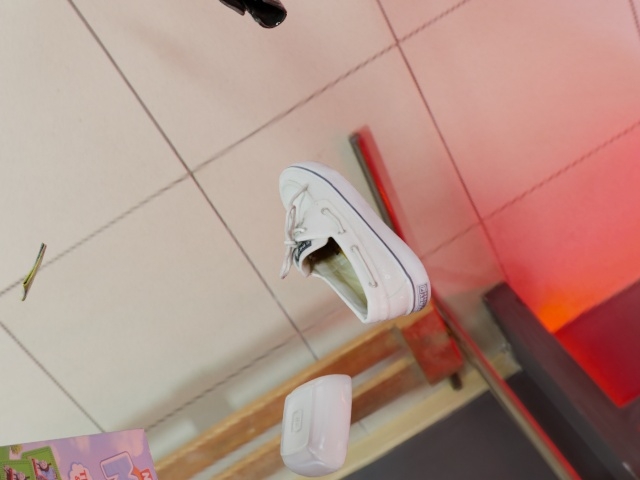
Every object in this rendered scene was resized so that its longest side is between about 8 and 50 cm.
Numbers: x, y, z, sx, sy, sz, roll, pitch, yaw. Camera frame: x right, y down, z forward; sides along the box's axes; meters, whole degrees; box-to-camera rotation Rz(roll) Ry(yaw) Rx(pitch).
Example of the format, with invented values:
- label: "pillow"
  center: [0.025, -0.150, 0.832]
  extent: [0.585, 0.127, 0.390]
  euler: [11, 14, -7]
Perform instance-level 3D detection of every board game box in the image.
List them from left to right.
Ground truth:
- label: "board game box"
  center: [-0.192, 0.232, 0.708]
  extent: [0.039, 0.160, 0.211]
  euler: [-25, 164, 21]

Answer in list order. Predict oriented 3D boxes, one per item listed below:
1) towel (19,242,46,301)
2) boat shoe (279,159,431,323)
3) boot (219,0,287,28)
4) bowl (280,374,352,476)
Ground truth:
- label: "towel"
  center: [-0.341, 0.038, 1.095]
  extent: [0.009, 0.083, 0.060]
  euler: [24, 69, -13]
- label: "boat shoe"
  center: [0.000, 0.008, 1.422]
  extent: [0.156, 0.367, 0.136]
  euler: [-19, 137, -26]
- label: "boot"
  center: [-0.149, -0.398, 1.277]
  extent: [0.246, 0.161, 0.083]
  euler: [20, 130, -39]
- label: "bowl"
  center: [-0.012, 0.262, 1.323]
  extent: [0.053, 0.142, 0.142]
  euler: [16, 155, -25]
